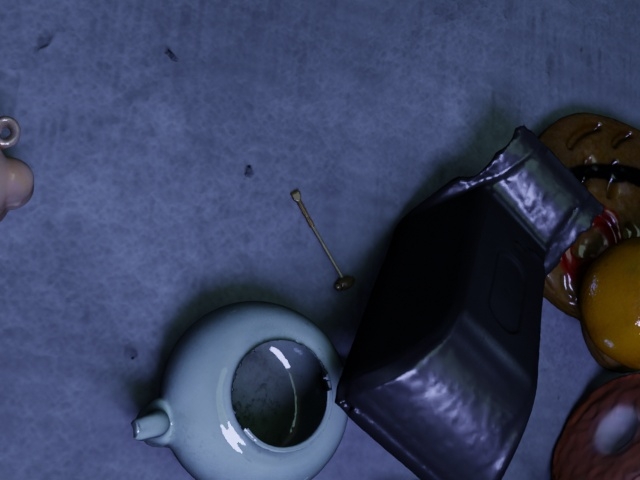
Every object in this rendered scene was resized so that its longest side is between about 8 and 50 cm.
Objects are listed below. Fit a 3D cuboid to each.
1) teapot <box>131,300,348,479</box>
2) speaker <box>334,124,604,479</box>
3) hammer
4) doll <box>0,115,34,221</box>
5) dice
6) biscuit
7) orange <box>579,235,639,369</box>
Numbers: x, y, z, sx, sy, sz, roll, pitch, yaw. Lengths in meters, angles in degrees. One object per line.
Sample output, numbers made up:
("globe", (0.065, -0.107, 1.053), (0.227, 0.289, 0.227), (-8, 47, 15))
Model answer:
("teapot", (-0.058, 0.154, 1.017), (0.294, 0.129, 0.193), (-9, 83, -28))
("speaker", (0.167, 0.060, 1.057), (0.180, 0.184, 0.388), (42, 32, -12))
("hammer", (0.000, 0.000, 1.150), (0.029, 0.014, 0.123), (-29, 89, -38))
("doll", (-0.399, -0.056, 0.916), (0.278, 0.119, 0.154), (-13, 83, -19))
("dice", (0.389, 0.266, 1.193), (0.179, 0.174, 0.175), (39, 63, -18))
("biscuit", (0.395, 0.012, 1.316), (0.367, 0.063, 0.314), (24, 67, -21))
("orange", (0.375, 0.071, 1.194), (0.156, 0.124, 0.156), (4, 74, -16))
